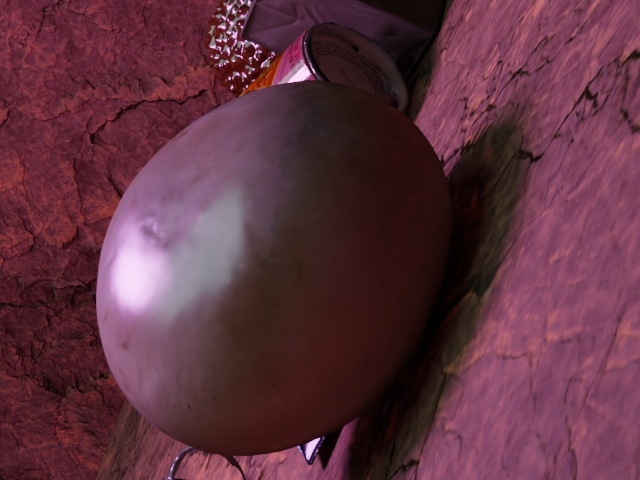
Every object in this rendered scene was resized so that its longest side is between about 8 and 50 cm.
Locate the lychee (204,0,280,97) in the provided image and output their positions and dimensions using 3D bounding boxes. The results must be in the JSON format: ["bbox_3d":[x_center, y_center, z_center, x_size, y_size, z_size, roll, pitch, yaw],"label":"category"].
[{"bbox_3d":[-0.039,-0.335,2.168,0.276,0.304,0.275,-14,-90,-87],"label":"lychee"}]

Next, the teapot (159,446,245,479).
[{"bbox_3d":[-0.178,0.381,1.566,0.294,0.129,0.193,-65,8,-7],"label":"teapot"}]

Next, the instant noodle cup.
[{"bbox_3d":[-0.018,-0.140,1.717,0.255,0.244,0.244,-48,18,37],"label":"instant noodle cup"}]

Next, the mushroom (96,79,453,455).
[{"bbox_3d":[-0.027,0.034,1.219,0.362,0.294,0.362,-26,43,27],"label":"mushroom"}]

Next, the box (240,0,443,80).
[{"bbox_3d":[0.033,-0.319,1.765,0.155,0.231,0.149,123,167,-50],"label":"box"}]

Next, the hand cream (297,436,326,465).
[{"bbox_3d":[-0.010,0.152,1.413,0.120,0.061,0.270,-61,16,0],"label":"hand cream"}]
